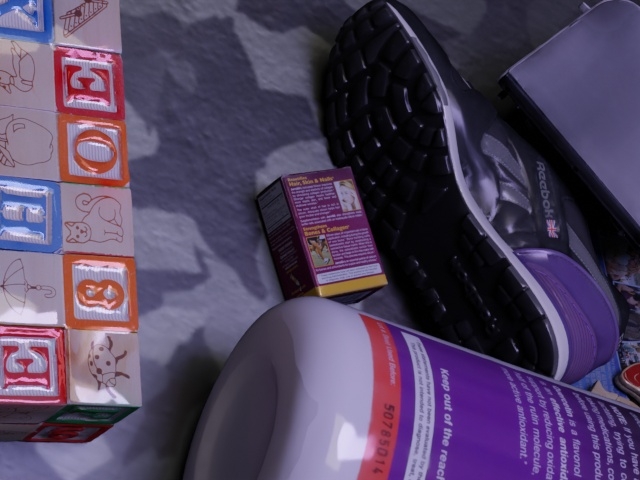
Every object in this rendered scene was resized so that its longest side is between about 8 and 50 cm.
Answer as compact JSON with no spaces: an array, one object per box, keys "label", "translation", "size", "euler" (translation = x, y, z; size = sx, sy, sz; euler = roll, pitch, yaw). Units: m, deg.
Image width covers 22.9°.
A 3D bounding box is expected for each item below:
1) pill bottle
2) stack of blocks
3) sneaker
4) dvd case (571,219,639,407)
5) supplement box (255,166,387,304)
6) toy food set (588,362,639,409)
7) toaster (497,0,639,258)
[{"label":"pill bottle","translation":[0.094,0.161,0.913],"size":[0.323,0.181,0.181],"euler":[20,62,-21]},{"label":"stack of blocks","translation":[-0.202,-0.041,0.887],"size":[0.171,0.087,0.297],"euler":[5,68,-27]},{"label":"sneaker","translation":[0.106,-0.033,1.055],"size":[0.124,0.107,0.283],"euler":[-16,78,-44]},{"label":"dvd case","translation":[0.257,0.078,1.136],"size":[0.253,0.022,0.180],"euler":[6,67,-27]},{"label":"supplement box","translation":[0.000,0.000,1.010],"size":[0.055,0.043,0.083],"euler":[-9,76,-31]},{"label":"toy food set","translation":[0.239,0.132,1.078],"size":[0.122,0.019,0.078],"euler":[47,54,5]},{"label":"toaster","translation":[0.225,-0.074,1.074],"size":[0.185,0.110,0.168],"euler":[51,18,10]}]
